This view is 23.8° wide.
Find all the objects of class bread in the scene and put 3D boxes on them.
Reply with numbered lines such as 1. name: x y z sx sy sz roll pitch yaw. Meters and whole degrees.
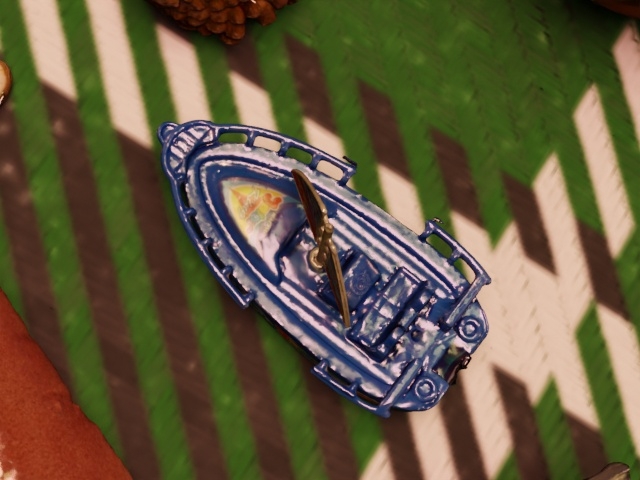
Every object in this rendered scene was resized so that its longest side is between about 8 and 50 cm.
1. bread: -0.165 0.075 0.638 0.119 0.067 0.192 -36 86 -14

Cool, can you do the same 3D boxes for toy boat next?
1. toy boat: 0.000 0.000 0.659 0.175 0.110 0.091 38 75 1

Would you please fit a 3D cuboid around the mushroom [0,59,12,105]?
1. mushroom: -0.188 -0.062 0.686 0.101 0.019 0.049 -12 82 -14

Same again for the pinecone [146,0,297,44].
1. pinecone: -0.041 -0.139 0.694 0.109 0.102 0.102 -16 81 -40

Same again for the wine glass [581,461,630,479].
1. wine glass: 0.116 0.223 0.628 0.126 0.126 0.241 -17 79 -12

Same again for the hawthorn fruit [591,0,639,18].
1. hawthorn fruit: 0.181 -0.202 0.661 0.277 0.277 0.298 -14 107 -12
